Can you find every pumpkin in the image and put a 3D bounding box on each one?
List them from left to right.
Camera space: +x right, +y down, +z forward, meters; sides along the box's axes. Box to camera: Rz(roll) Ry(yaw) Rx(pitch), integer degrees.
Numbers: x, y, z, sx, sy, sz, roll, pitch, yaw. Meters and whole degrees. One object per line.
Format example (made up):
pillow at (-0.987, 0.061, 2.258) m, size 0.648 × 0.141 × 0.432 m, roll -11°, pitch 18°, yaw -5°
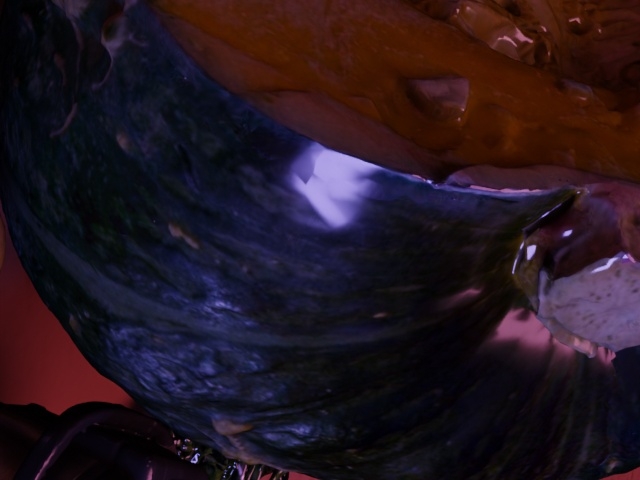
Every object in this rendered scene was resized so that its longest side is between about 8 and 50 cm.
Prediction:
pumpkin at (0.034, -0.023, 0.646) m, size 0.263 × 0.293 × 0.197 m, roll -100°, pitch -153°, yaw -46°

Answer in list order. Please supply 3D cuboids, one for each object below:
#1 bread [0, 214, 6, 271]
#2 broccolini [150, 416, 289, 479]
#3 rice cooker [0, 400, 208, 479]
bread at (-0.154, 0.073, 0.534) m, size 0.134 × 0.081 × 0.225 m, roll -27°, pitch 133°, yaw -74°
broccolini at (-0.082, 0.163, 0.800) m, size 0.271 × 0.062 × 0.123 m, roll -59°, pitch 143°, yaw -21°
rice cooker at (-0.104, 0.131, 0.659) m, size 0.112 × 0.106 × 0.165 m, roll 31°, pitch 74°, yaw -65°
